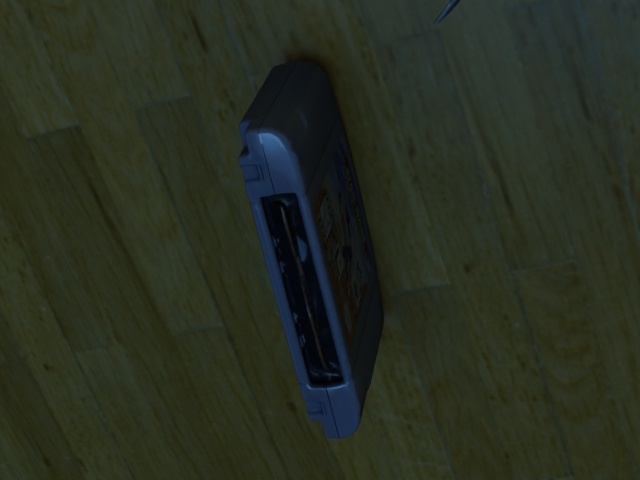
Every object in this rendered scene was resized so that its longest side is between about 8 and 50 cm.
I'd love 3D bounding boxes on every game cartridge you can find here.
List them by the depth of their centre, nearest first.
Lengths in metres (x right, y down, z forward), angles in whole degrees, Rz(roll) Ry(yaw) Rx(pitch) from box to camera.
[{"bbox_3d":[0.000,0.000,1.056,0.062,0.198,0.297,-6,117,18],"label":"game cartridge"}]

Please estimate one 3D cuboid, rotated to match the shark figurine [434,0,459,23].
[{"bbox_3d":[0.096,-0.310,0.895,0.278,0.166,0.116,66,154,14],"label":"shark figurine"}]
